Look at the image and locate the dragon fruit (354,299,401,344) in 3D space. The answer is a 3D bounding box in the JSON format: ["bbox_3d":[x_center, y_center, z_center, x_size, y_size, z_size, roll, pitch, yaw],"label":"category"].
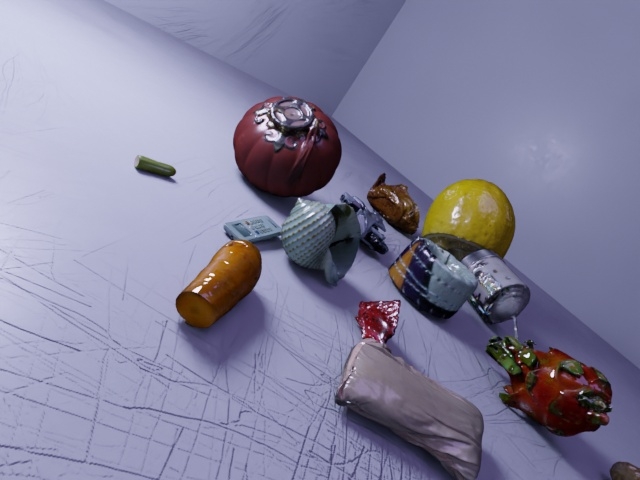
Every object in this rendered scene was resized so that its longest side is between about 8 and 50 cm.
[{"bbox_3d":[0.102,0.167,0.799,0.063,0.097,0.131,31,41,-5],"label":"dragon fruit"}]

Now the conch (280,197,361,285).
[{"bbox_3d":[-0.009,-0.004,0.894,0.131,0.199,0.172,15,36,35],"label":"conch"}]

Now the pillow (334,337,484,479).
[{"bbox_3d":[0.151,0.267,0.651,0.270,0.067,0.173,34,26,-1],"label":"pillow"}]

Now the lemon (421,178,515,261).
[{"bbox_3d":[0.596,-0.081,1.602,0.365,0.364,0.364,31,21,-13],"label":"lemon"}]

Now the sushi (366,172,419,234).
[{"bbox_3d":[0.317,-0.148,1.689,0.179,0.166,0.296,-9,37,-35],"label":"sushi"}]

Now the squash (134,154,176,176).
[{"bbox_3d":[-0.344,-0.154,0.848,0.083,0.027,0.027,16,29,-45],"label":"squash"}]

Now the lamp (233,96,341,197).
[{"bbox_3d":[-0.091,-0.261,1.131,0.304,0.257,0.302,5,58,-9],"label":"lamp"}]

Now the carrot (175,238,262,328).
[{"bbox_3d":[-0.143,0.061,0.622,0.087,0.087,0.193,33,22,-7],"label":"carrot"}]

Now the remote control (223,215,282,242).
[{"bbox_3d":[-0.140,-0.021,0.876,0.061,0.029,0.162,40,26,18],"label":"remote control"}]

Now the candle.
[{"bbox_3d":[0.590,0.183,1.349,0.188,0.187,0.330,24,25,-28],"label":"candle"}]

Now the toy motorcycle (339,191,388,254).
[{"bbox_3d":[0.122,-0.065,1.270,0.159,0.106,0.270,27,26,-37],"label":"toy motorcycle"}]

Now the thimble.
[{"bbox_3d":[0.321,0.102,1.149,0.238,0.150,0.237,31,20,-13],"label":"thimble"}]

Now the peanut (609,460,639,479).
[{"bbox_3d":[0.703,0.559,0.859,0.080,0.080,0.174,5,38,-53],"label":"peanut"}]

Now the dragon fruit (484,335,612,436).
[{"bbox_3d":[0.505,0.313,0.918,0.269,0.198,0.200,48,-19,25],"label":"dragon fruit"}]
